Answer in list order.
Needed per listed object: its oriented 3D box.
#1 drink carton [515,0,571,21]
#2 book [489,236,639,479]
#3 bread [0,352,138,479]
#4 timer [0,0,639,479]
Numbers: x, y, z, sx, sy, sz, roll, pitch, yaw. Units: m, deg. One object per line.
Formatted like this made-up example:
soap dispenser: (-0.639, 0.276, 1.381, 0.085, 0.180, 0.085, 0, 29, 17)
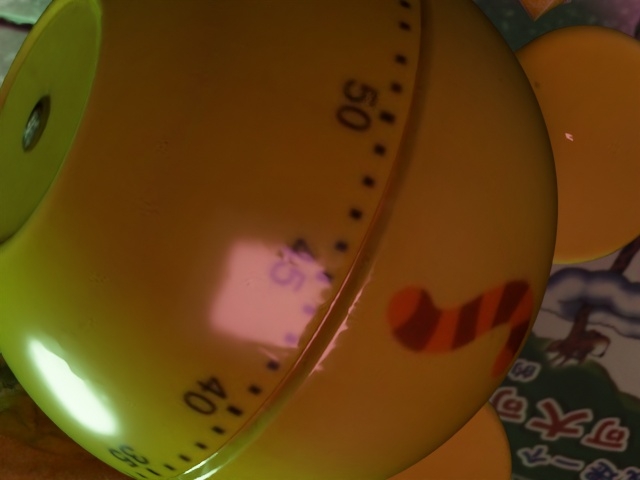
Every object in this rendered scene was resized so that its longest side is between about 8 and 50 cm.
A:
drink carton: (0.147, -0.192, 1.152, 0.200, 0.074, 0.084, -31, 121, 13)
book: (0.209, 0.056, 1.345, 0.260, 0.043, 0.371, 21, 119, -20)
bread: (-0.177, 0.165, 1.295, 0.250, 0.179, 0.133, 13, 130, -4)
timer: (0.000, 0.000, 1.110, 0.387, 0.376, 0.376, 24, 118, -24)
